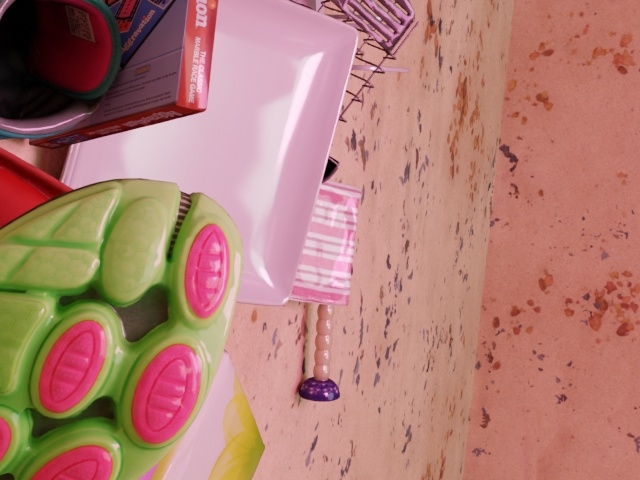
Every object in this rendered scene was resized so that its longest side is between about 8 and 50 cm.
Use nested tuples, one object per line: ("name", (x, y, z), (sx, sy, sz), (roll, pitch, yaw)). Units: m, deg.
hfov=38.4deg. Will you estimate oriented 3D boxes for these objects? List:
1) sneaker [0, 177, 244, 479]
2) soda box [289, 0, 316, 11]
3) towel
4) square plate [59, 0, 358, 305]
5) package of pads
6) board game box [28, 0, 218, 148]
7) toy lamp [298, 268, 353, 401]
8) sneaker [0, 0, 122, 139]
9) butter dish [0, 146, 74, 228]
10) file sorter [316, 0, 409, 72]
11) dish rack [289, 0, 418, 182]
("sneaker", (-0.230, 0.146, 0.645), (0.483, 0.185, 0.202), (-53, -163, 12))
("soda box", (-0.062, -0.225, 1.212), (0.091, 0.098, 0.286), (-39, 132, -61))
("towel", (0.000, 0.000, 1.433), (0.144, 0.029, 0.197), (10, 85, -38))
("square plate", (-0.122, -0.106, 0.985), (0.347, 0.049, 0.344), (9, 98, -48))
("package of pads", (-0.177, 0.288, 1.067), (0.229, 0.101, 0.296), (77, 28, -43))
("board game box", (-0.164, -0.157, 0.731), (0.027, 0.281, 0.145), (8, 85, -37))
("toy lamp", (0.010, 0.125, 1.524), (0.080, 0.080, 0.275), (-16, 113, -67))
("sneaker", (-0.225, -0.177, 0.699), (0.124, 0.178, 0.295), (73, 29, -47))
("butter dish", (-0.264, 0.013, 0.656), (0.160, 0.160, 0.118), (41, 34, -65))
("file sorter", (0.033, -0.378, 1.307), (0.193, 0.173, 0.278), (-22, 116, -67))
("dish rack", (-0.006, -0.232, 1.119), (0.208, 0.074, 0.271), (36, 93, -27))
